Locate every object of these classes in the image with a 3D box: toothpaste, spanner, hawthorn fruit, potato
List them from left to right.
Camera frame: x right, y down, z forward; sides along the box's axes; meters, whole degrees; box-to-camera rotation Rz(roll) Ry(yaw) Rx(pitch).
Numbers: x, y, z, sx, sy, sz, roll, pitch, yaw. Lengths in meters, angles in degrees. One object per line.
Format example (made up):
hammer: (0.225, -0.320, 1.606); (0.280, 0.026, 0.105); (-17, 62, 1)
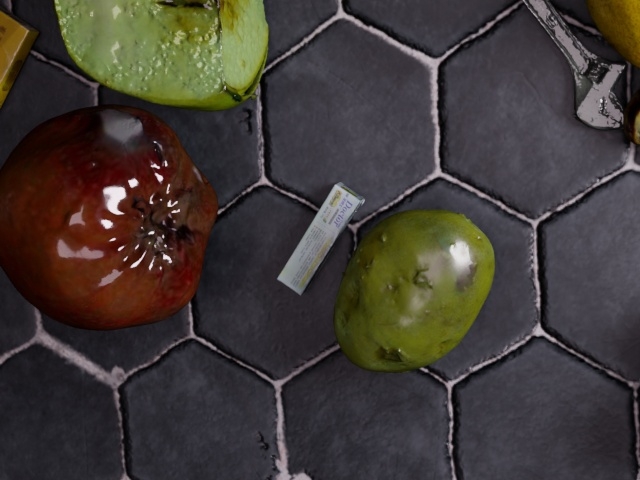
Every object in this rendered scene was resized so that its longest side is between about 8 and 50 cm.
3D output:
hawthorn fruit: (-0.298, -0.032, 1.473); (0.308, 0.325, 0.308); (-10, 111, -27)
toothpaste: (0.000, 0.000, 1.516); (0.046, 0.034, 0.164); (34, 104, 8)
potato: (0.120, 0.067, 1.440); (0.253, 0.148, 0.186); (-42, 70, 24)
spanner: (0.300, -0.279, 1.412); (0.093, 0.026, 0.325); (-37, 86, 16)

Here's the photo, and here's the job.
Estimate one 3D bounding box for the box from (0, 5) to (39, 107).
box: (-0.561, -0.315, 1.613); (0.269, 0.043, 0.152); (34, 103, 8)

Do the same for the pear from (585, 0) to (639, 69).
pear: (0.419, -0.298, 1.289); (0.209, 0.209, 0.209); (2, 97, 14)

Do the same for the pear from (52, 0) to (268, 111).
pear: (-0.220, -0.308, 1.466); (0.281, 0.176, 0.286); (-3, 92, 16)

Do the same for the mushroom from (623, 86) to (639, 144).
mushroom: (0.539, -0.117, 1.341); (0.333, 0.087, 0.107); (21, 117, 7)
